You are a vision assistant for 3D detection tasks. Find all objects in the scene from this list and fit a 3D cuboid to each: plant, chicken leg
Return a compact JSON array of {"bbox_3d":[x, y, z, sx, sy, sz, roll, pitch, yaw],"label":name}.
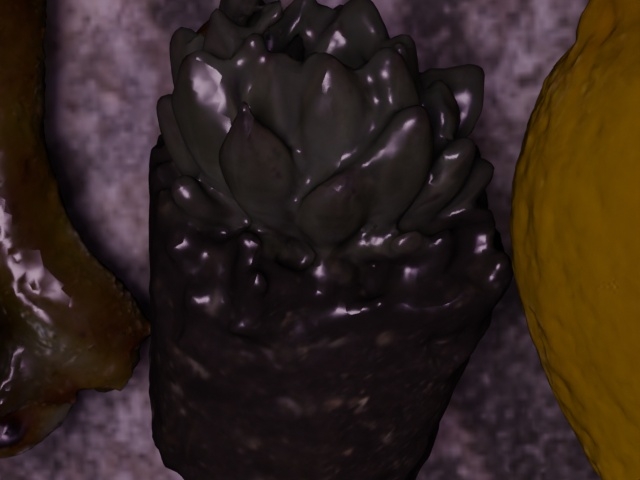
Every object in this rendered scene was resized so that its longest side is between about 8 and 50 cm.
[{"bbox_3d":[0.000,0.000,0.594,0.132,0.129,0.194,2,120,-11],"label":"plant"},{"bbox_3d":[-0.149,-0.109,0.628,0.211,0.140,0.361,-28,101,30],"label":"chicken leg"}]

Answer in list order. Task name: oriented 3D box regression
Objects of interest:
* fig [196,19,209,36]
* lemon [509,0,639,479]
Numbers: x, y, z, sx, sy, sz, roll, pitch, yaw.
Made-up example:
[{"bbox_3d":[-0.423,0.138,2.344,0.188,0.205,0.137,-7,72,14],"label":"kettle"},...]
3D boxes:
[{"bbox_3d":[-0.042,-0.061,0.659,0.050,0.050,0.083,45,120,3],"label":"fig"},{"bbox_3d":[0.197,0.012,0.524,0.284,0.260,0.260,38,98,13],"label":"lemon"}]
